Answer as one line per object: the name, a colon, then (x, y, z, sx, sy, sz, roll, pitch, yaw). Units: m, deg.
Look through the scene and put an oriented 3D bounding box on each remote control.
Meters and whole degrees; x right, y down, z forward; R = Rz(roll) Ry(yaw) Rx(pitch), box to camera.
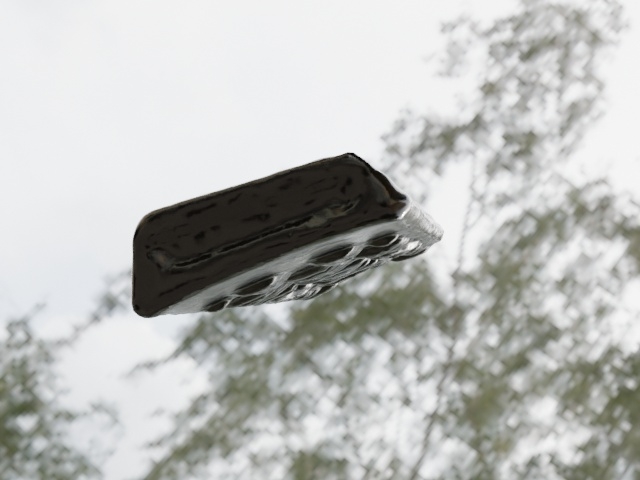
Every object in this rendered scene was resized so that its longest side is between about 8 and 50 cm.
remote control: (0.000, 0.000, 0.462, 0.063, 0.245, 0.025, -17, -93, 4)
